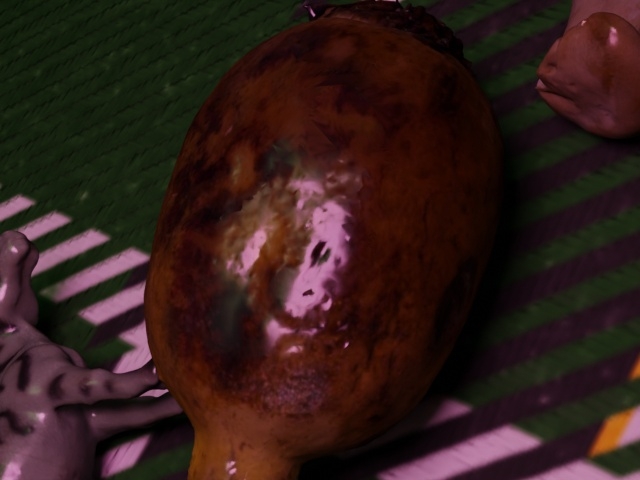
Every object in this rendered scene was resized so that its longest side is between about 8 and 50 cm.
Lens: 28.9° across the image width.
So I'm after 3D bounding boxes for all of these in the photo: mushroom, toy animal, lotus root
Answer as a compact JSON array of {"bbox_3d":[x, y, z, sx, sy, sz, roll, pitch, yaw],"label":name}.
[{"bbox_3d":[0.162,-0.155,0.647,0.097,0.088,0.213,-6,65,51],"label":"mushroom"},{"bbox_3d":[-0.136,0.104,0.686,0.170,0.090,0.255,-28,48,25],"label":"toy animal"},{"bbox_3d":[0.000,0.000,0.620,0.169,0.141,0.314,3,65,30],"label":"lotus root"}]
